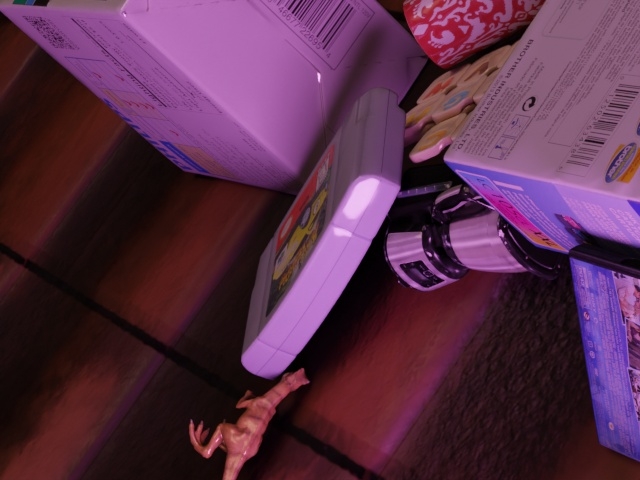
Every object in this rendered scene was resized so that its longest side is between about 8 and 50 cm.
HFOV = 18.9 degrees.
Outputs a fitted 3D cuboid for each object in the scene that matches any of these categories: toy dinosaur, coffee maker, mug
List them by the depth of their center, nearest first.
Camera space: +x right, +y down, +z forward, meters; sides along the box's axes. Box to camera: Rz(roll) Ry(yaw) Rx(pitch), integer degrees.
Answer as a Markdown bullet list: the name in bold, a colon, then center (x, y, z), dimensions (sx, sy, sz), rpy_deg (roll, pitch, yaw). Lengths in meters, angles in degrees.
- **coffee maker**: center (0.169, -0.032, 1.890), dimensions (0.178, 0.120, 0.171), rpy_deg (-8, 26, 49)
- **toy dinosaur**: center (-0.085, 0.213, 1.989), dimensions (0.112, 0.064, 0.211), rpy_deg (-6, 52, 50)
- **mug**: center (0.193, -0.260, 2.092), dimensions (0.169, 0.150, 0.113), rpy_deg (-31, 58, 22)

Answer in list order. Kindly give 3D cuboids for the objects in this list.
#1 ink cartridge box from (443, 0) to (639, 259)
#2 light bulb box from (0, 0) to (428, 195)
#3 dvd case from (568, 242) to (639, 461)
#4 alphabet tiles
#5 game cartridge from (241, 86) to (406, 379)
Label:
- **ink cartridge box**: center (0.312, -0.109, 1.581), dimensions (0.270, 0.151, 0.395), rpy_deg (-56, 26, -8)
- **light bulb box**: center (-0.134, -0.249, 2.284), dimensions (0.225, 0.358, 0.361), rpy_deg (-55, 31, -12)
- **dvd case**: center (0.287, 0.109, 1.502), dimensions (0.022, 0.180, 0.253), rpy_deg (-19, 19, -24)
- **alphabet tiles**: center (0.202, -0.179, 1.988), dimensions (0.284, 0.021, 0.278), rpy_deg (-22, 20, 40)
- **game cartridge**: center (0.000, 0.000, 2.012), dimensions (0.294, 0.060, 0.196), rpy_deg (-58, 18, 34)
